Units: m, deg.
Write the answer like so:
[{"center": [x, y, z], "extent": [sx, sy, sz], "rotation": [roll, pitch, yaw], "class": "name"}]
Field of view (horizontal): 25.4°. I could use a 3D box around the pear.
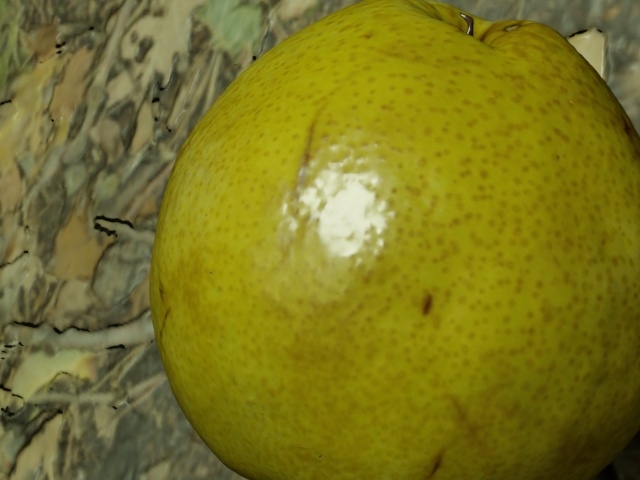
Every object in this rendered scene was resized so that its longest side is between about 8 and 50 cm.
[{"center": [0.037, 0.006, 0.556], "extent": [0.209, 0.209, 0.209], "rotation": [-13, 69, 38], "class": "pear"}]
